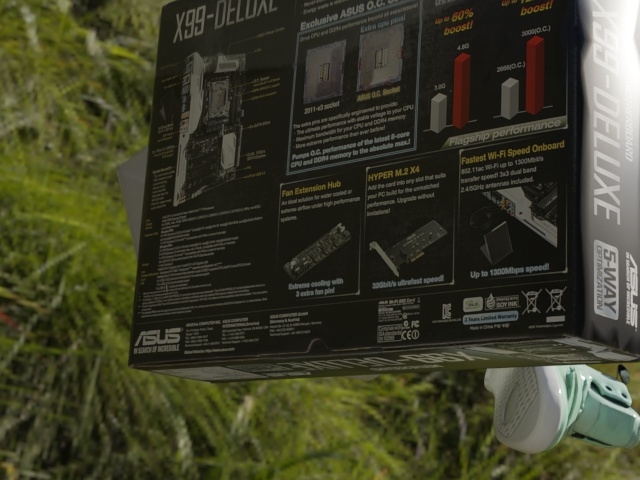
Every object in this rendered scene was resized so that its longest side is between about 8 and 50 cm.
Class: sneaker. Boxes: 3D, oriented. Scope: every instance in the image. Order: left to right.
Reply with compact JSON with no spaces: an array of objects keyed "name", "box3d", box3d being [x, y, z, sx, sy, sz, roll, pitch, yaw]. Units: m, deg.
[{"name":"sneaker","box3d":[0.242,0.154,1.097,0.151,0.094,0.256,22,8,1]}]

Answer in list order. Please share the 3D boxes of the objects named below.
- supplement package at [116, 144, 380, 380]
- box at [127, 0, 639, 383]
[{"name":"supplement package","box3d":[0.000,0.000,1.021,0.177,0.175,0.293,-31,-28,28]},{"name":"box","box3d":[0.026,-0.048,0.663,0.307,0.242,0.076,-9,-19,39]}]
